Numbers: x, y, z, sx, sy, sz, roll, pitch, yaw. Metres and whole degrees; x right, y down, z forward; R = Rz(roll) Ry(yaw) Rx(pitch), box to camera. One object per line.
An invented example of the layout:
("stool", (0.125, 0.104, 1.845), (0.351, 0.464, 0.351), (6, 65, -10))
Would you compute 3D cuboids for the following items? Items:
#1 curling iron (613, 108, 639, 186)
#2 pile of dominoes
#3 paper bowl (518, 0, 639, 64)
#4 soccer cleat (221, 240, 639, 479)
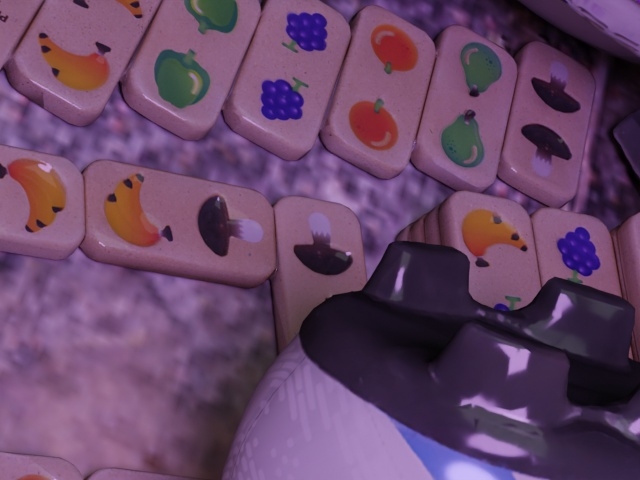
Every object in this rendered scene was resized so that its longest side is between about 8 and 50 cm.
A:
("curling iron", (0.174, 0.073, 0.592), (0.274, 0.035, 0.068), (54, 28, 12))
("pile of dominoes", (0.000, 0.000, 0.517), (0.251, 0.040, 0.196), (10, 59, -28))
("paper bowl", (0.133, -0.172, 0.629), (0.284, 0.148, 0.284), (15, 56, -24))
("soccer cleat", (0.124, 0.105, 0.482), (0.331, 0.143, 0.116), (16, 16, -17))
